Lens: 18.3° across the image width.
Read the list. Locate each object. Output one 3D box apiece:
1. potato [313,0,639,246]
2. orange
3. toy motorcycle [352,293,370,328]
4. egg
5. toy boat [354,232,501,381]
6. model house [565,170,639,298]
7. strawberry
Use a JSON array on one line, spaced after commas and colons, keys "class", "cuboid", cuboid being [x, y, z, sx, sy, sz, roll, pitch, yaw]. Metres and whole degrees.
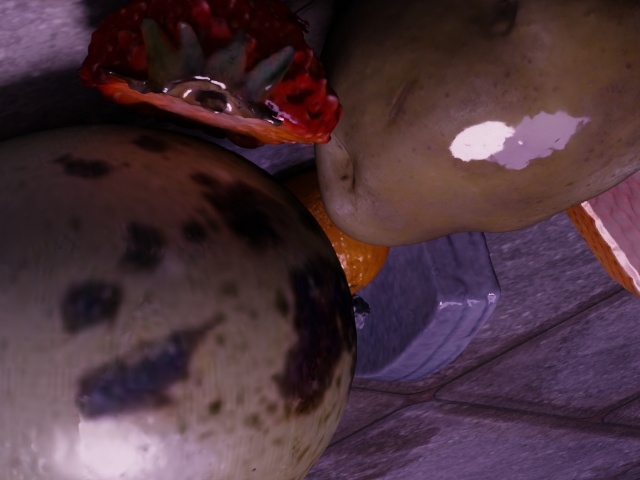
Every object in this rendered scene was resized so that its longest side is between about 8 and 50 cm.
[{"class": "potato", "cuboid": [0.134, -0.122, 1.489, 0.326, 0.221, 0.243, -21, 163, 32]}, {"class": "orange", "cuboid": [0.001, 0.001, 1.820, 0.136, 0.117, 0.135, -15, 164, -4]}, {"class": "toy motorcycle", "cuboid": [-0.060, 0.059, 1.915, 0.204, 0.108, 0.239, 22, -178, 5]}, {"class": "egg", "cuboid": [-0.183, 0.082, 1.544, 0.428, 0.345, 0.345, -7, 156, -15]}, {"class": "toy boat", "cuboid": [0.094, 0.075, 2.066, 0.078, 0.127, 0.283, -7, 158, -27]}, {"class": "model house", "cuboid": [0.313, -0.094, 1.800, 0.237, 0.202, 0.237, -49, -162, -25]}, {"class": "strawberry", "cuboid": [-0.076, -0.137, 1.446, 0.190, 0.111, 0.236, 13, 176, -7]}]
